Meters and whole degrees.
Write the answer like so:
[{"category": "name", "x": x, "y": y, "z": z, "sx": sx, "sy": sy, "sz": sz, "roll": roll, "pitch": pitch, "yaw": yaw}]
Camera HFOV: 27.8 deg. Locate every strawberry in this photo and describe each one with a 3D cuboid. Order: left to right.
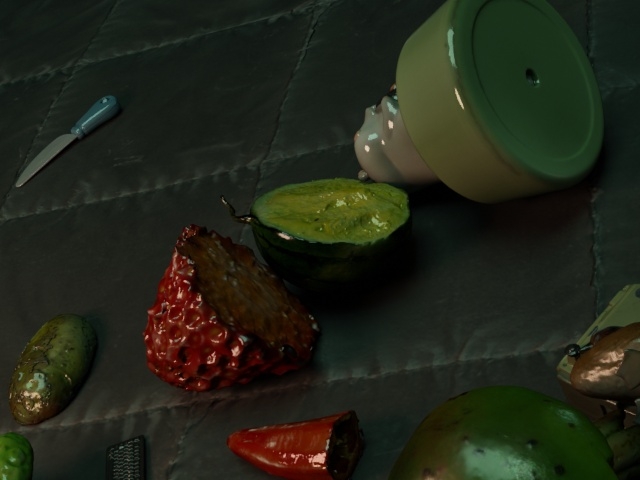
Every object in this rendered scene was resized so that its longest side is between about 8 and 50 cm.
[{"category": "strawberry", "x": -0.127, "y": 0.116, "z": 1.618, "sx": 0.178, "sy": 0.234, "sz": 0.234, "roll": -48, "pitch": 28, "yaw": 22}]

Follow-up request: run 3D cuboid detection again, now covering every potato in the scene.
[{"category": "potato", "x": -0.373, "y": 0.164, "z": 1.775, "sx": 0.119, "sy": 0.054, "sz": 0.198, "roll": -5, "pitch": 39, "yaw": 31}]

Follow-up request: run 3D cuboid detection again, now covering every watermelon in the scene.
[{"category": "watermelon", "x": 0.008, "y": 0.000, "z": 1.682, "sx": 0.232, "sy": 0.127, "sz": 0.204, "roll": -11, "pitch": 28, "yaw": -18}]

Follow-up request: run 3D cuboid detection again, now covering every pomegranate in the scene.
[{"category": "pomegranate", "x": 0.198, "y": 0.236, "z": 1.202, "sx": 0.236, "sy": 0.236, "sz": 0.302, "roll": 8, "pitch": 22, "yaw": 39}]

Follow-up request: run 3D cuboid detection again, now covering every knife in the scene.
[{"category": "knife", "x": -0.457, "y": -0.177, "z": 2.309, "sx": 0.244, "sy": 0.032, "sz": 0.058, "roll": -42, "pitch": 40, "yaw": -17}]

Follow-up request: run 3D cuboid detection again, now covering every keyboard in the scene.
[{"category": "keyboard", "x": -0.234, "y": 0.294, "z": 1.553, "sx": 0.053, "sy": 0.010, "sz": 0.155, "roll": -20, "pitch": 34, "yaw": 4}]

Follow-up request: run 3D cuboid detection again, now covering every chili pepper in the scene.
[{"category": "chili pepper", "x": -0.040, "y": 0.233, "z": 1.474, "sx": 0.169, "sy": 0.065, "sz": 0.088, "roll": -4, "pitch": 38, "yaw": 33}]

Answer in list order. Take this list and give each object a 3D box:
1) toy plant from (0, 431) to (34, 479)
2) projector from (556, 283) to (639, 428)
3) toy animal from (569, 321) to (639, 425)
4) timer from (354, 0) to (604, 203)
[{"category": "toy plant", "x": -0.385, "y": 0.335, "z": 1.465, "sx": 0.224, "sy": 0.184, "sz": 0.316, "roll": -55, "pitch": 31, "yaw": -11}, {"category": "projector", "x": 0.396, "y": 0.126, "z": 1.321, "sx": 0.193, "sy": 0.088, "sz": 0.269, "roll": -45, "pitch": 39, "yaw": -22}, {"category": "toy animal", "x": 0.330, "y": 0.106, "z": 1.239, "sx": 0.188, "sy": 0.089, "sz": 0.179, "roll": -18, "pitch": 12, "yaw": 13}, {"category": "timer", "x": 0.170, "y": -0.159, "z": 1.733, "sx": 0.315, "sy": 0.291, "sz": 0.291, "roll": -25, "pitch": 26, "yaw": 45}]
